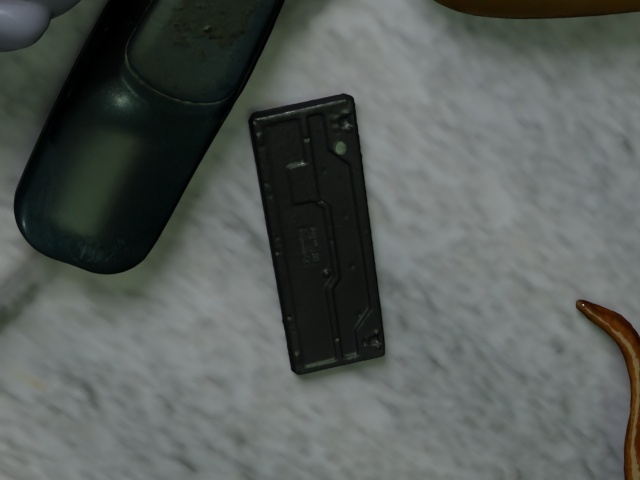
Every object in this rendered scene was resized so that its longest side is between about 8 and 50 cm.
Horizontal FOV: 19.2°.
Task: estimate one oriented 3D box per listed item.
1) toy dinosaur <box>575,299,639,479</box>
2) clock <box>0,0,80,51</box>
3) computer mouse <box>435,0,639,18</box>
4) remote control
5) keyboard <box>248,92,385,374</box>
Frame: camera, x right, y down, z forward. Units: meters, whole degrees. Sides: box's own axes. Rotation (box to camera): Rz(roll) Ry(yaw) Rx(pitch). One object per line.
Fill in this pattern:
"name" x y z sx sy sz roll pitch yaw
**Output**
"toy dinosaur" 0.235 0.242 1.035 0.097 0.208 0.432 -11 131 22
"clock" -0.179 -0.143 0.711 0.254 0.189 0.189 8 118 -26
"computer mouse" 0.150 -0.168 0.843 0.245 0.056 0.126 -8 121 -9
"remote control" -0.067 -0.080 0.842 0.072 0.042 0.222 21 112 -23
"keyboard" 0.000 0.000 0.928 0.053 0.010 0.155 -12 123 -7
